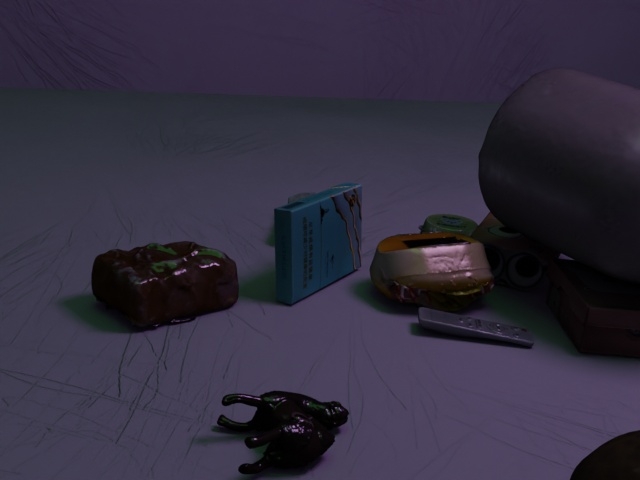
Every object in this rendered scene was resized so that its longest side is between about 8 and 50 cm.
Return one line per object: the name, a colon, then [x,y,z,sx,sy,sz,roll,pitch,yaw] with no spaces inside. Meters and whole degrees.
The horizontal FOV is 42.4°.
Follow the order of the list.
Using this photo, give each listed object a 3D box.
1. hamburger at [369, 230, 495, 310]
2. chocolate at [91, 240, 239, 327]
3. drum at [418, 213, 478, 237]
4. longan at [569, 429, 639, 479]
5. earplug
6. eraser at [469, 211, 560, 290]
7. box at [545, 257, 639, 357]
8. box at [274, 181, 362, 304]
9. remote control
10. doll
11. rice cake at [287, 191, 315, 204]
hamburger: [0.191,0.052,1.425,0.210,0.116,0.173,-5,14,-15]
chocolate: [-0.238,0.058,1.307,0.214,0.093,0.148,-14,29,-43]
drum: [0.276,0.008,1.645,0.130,0.049,0.253,3,20,-7]
longan: [0.336,0.266,0.761,0.212,0.198,0.198,5,18,26]
earplug: [0.503,-0.092,1.373,0.312,0.313,0.394,-6,25,-29]
eraser: [0.392,0.005,1.630,0.171,0.087,0.290,15,22,20]
box: [0.503,0.112,1.367,0.215,0.086,0.215,5,20,-3]
box: [0.000,0.000,1.429,0.041,0.162,0.229,11,20,31]
remote control: [0.244,0.141,1.311,0.184,0.027,0.050,11,22,2]
doll: [-0.036,0.218,0.981,0.165,0.057,0.139,1,17,-25]
rice cake: [-0.043,-0.044,1.682,0.069,0.063,0.206,0,19,1]
